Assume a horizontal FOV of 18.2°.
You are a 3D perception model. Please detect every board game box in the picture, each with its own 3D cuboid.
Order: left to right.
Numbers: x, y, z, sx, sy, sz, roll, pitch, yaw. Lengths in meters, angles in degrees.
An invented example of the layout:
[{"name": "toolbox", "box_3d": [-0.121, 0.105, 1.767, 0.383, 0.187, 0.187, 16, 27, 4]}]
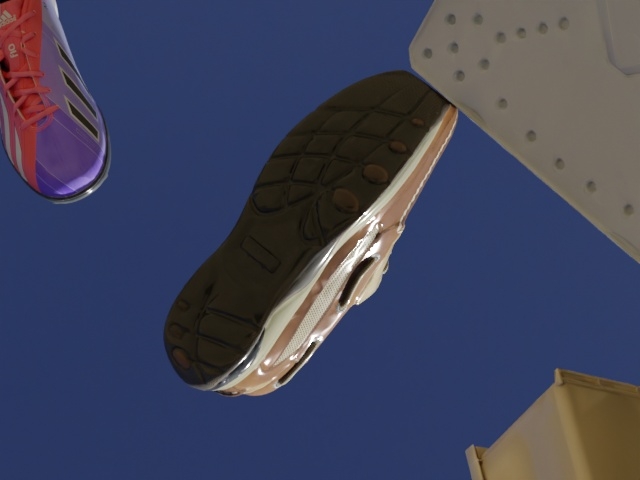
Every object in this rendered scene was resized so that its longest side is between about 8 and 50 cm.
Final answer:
[{"name": "board game box", "box_3d": [0.303, -0.206, 1.732, 0.390, 0.390, 0.050, 44, -151, 27]}]

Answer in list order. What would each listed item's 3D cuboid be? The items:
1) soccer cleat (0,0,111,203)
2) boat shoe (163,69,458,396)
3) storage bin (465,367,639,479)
[{"name": "soccer cleat", "box_3d": [-0.299, -0.177, 2.032, 0.109, 0.116, 0.318, -22, -123, 2]}, {"name": "boat shoe", "box_3d": [0.000, 0.000, 1.705, 0.324, 0.120, 0.122, -49, -128, 6]}, {"name": "storage bin", "box_3d": [0.272, 0.252, 1.490, 0.260, 0.123, 0.262, 14, -137, -26]}]
